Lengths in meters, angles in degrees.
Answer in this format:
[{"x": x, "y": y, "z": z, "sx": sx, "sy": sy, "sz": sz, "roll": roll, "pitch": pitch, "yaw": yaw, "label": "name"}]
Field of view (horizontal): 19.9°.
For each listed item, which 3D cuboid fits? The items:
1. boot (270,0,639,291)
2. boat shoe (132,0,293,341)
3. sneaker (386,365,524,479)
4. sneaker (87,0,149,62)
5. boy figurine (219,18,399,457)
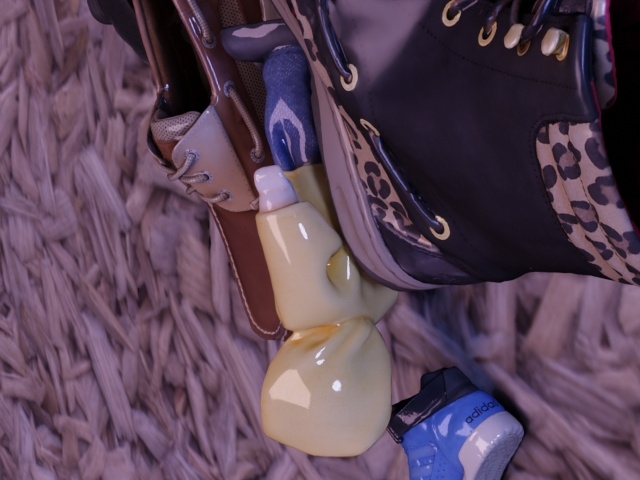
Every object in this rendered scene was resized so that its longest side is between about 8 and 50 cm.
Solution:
[{"x": 0.088, "y": -0.137, "z": 1.019, "sx": 0.284, "sy": 0.138, "sz": 0.377, "roll": 9, "pitch": 116, "yaw": 57, "label": "boot"}, {"x": -0.072, "y": -0.078, "z": 1.319, "sx": 0.123, "sy": 0.116, "sz": 0.324, "roll": 0, "pitch": 105, "yaw": 58, "label": "boat shoe"}, {"x": 0.077, "y": 0.150, "z": 1.252, "sx": 0.084, "sy": 0.058, "sz": 0.152, "roll": 47, "pitch": 136, "yaw": 27, "label": "sneaker"}, {"x": -0.157, "y": -0.225, "z": 1.448, "sx": 0.089, "sy": 0.051, "sz": 0.170, "roll": 14, "pitch": 121, "yaw": 54, "label": "sneaker"}, {"x": 0.000, "y": 0.000, "z": 1.210, "sx": 0.092, "sy": 0.177, "sz": 0.285, "roll": -6, "pitch": 86, "yaw": 19, "label": "boy figurine"}]
